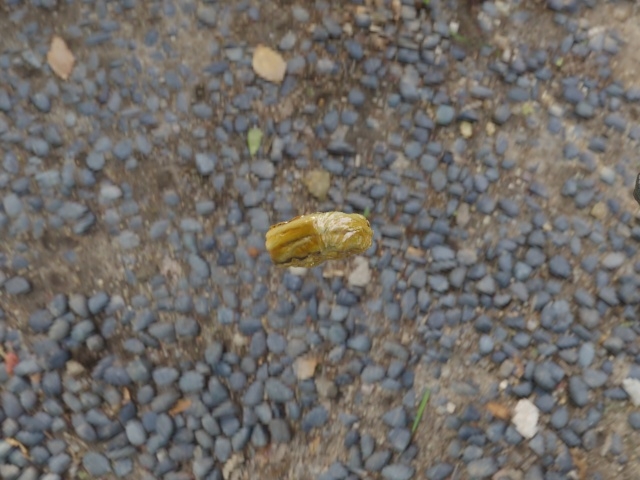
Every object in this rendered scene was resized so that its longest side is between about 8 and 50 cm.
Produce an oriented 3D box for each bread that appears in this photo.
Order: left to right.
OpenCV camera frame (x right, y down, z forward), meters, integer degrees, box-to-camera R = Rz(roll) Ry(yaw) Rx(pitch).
[{"bbox_3d":[0.000,0.000,1.112,0.083,0.111,0.044,6,73,-48],"label":"bread"}]

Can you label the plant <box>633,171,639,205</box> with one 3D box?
[{"bbox_3d":[0.411,-0.047,1.107,0.164,0.256,0.141,-32,84,24],"label":"plant"}]
